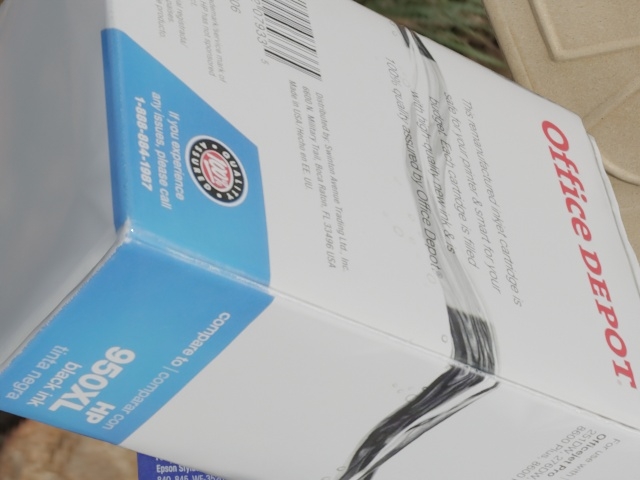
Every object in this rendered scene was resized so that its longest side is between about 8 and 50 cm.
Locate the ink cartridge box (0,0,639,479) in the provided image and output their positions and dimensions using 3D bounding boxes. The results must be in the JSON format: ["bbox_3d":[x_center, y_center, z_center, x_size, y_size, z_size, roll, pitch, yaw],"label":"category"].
[{"bbox_3d":[0.000,0.000,1.086,0.166,0.395,0.285,-44,38,33],"label":"ink cartridge box"}]

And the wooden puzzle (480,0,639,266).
[{"bbox_3d":[0.284,-0.150,1.220,0.322,0.348,0.080,-9,34,24],"label":"wooden puzzle"}]

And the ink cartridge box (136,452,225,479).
[{"bbox_3d":[0.020,0.198,1.443,0.303,0.307,0.072,-5,73,28],"label":"ink cartridge box"}]
